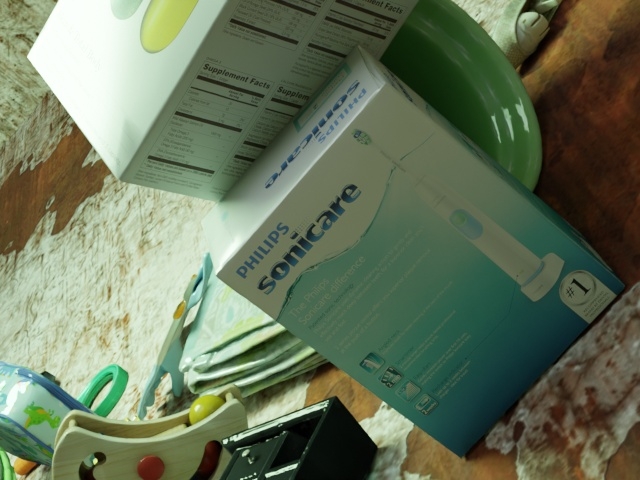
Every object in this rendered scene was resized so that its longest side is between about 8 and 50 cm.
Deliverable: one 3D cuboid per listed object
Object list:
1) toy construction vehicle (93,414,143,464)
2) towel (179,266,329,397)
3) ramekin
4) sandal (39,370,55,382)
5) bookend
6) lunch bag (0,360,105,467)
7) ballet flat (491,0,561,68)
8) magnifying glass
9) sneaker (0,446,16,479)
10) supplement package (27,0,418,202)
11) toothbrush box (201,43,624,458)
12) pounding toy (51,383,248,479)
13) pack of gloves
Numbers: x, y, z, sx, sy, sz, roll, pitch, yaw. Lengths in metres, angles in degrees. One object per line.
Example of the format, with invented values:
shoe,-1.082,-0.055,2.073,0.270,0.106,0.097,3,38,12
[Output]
toy construction vehicle,-0.250,0.257,1.974,0.086,0.035,0.098,-50,22,6
towel,0.000,0.000,1.815,0.320,0.090,0.374,-28,33,40
ramekin,0.063,-0.115,1.596,0.148,0.303,0.303,-42,23,43
sandal,-0.491,0.259,2.411,0.254,0.054,0.097,-29,32,44
bookend,-0.046,0.243,1.491,0.157,0.072,0.156,-25,22,37
lunch bag,-0.388,0.233,2.074,0.219,0.176,0.090,4,56,51
ballet flat,0.242,-0.259,1.771,0.052,0.057,0.168,-2,53,50
magnifying glass,-0.350,0.253,2.187,0.231,0.026,0.092,-43,24,24
sneaker,-0.555,0.466,2.021,0.483,0.202,0.185,-58,18,-14
supplement package,-0.085,-0.196,1.387,0.263,0.198,0.199,-56,50,20
toothbrush box,0.077,0.012,1.365,0.216,0.295,0.126,-49,23,11
pounding toy,-0.201,0.232,1.685,0.269,0.154,0.155,-28,13,-1
pack of gloves,-0.162,0.111,1.955,0.195,0.046,0.232,-66,1,-46
